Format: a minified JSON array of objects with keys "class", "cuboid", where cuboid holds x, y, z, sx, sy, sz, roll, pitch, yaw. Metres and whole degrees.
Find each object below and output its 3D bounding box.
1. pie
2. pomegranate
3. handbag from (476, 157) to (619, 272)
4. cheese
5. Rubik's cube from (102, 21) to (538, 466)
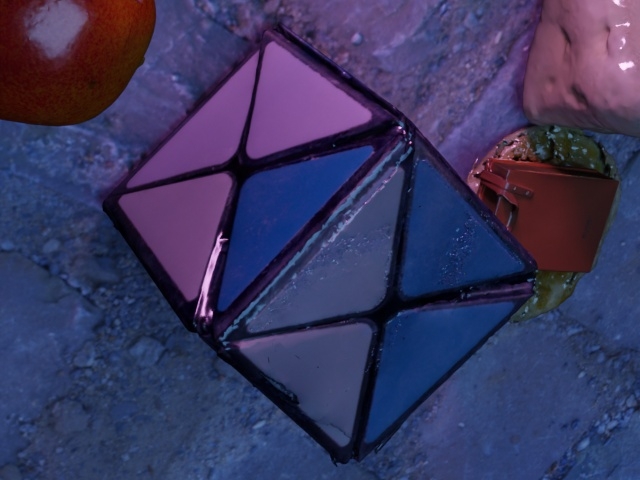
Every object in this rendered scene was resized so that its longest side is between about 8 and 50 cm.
[{"class":"pie","cuboid":[0.275,-0.022,1.814,0.274,0.055,0.274,-13,117,-26]},{"class":"pomegranate","cuboid":[-0.255,-0.208,1.331,0.221,0.221,0.256,-57,155,10]},{"class":"handbag","cuboid":[0.267,-0.029,1.736,0.190,0.063,0.127,5,109,-34]},{"class":"cheese","cuboid":[0.358,-0.232,1.634,0.173,0.251,0.248,4,103,-16]},{"class":"Rubik's cube","cuboid":[0.000,0.000,1.517,0.305,0.310,0.307,-43,130,1]}]
